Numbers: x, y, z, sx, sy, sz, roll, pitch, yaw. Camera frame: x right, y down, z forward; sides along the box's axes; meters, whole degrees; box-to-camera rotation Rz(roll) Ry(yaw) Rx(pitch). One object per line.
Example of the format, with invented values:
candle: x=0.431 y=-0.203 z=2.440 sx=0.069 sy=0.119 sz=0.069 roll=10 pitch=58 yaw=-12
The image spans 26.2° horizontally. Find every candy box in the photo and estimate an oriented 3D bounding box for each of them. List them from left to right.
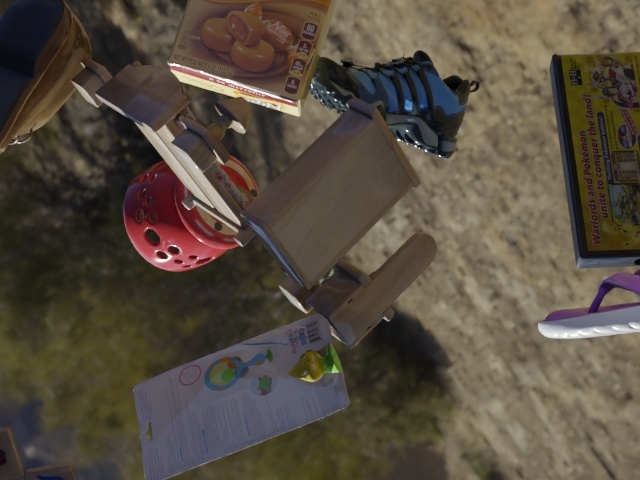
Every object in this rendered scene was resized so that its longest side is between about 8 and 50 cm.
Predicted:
candy box: x=-0.067 y=-0.345 z=1.835 sx=0.183 sy=0.316 sz=0.087 roll=17 pitch=172 yaw=3

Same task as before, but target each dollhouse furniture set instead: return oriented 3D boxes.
dollhouse furniture set: x=-0.066 y=-0.091 z=1.541 sx=0.355 sy=0.174 sz=0.303 roll=33 pitch=163 yaw=49

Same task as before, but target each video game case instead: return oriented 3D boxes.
video game case: x=0.404 y=-0.100 z=1.586 sx=0.035 sy=0.248 sz=0.275 roll=89 pitch=178 yaw=-63

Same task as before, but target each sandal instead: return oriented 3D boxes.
sandal: x=0.467 y=0.063 z=1.788 sx=0.416 sy=0.169 sz=0.102 roll=-13 pitch=79 yaw=46

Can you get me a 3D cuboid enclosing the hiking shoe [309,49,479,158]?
hiking shoe: x=0.098 y=-0.224 z=1.992 sx=0.304 sy=0.132 sz=0.113 roll=19 pitch=-175 yaw=-45

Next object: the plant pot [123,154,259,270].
plant pot: x=-0.209 y=-0.058 z=2.311 sx=0.174 sy=0.191 sz=0.191 roll=-22 pitch=100 yaw=47

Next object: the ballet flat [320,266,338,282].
ballet flat: x=0.000 y=0.000 z=1.832 sx=0.188 sy=0.070 sz=0.070 roll=-103 pitch=-9 yaw=-62

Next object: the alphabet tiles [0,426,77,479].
alphabet tiles: x=-0.281 y=0.272 z=1.141 sx=0.009 sy=0.198 sz=0.237 roll=-86 pitch=-17 yaw=-72

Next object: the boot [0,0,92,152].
boot: x=-0.362 y=-0.132 z=1.555 sx=0.112 sy=0.305 sz=0.115 roll=30 pitch=168 yaw=27

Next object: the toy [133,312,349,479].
toy: x=-0.082 y=0.181 z=1.507 sx=0.056 sy=0.237 sz=0.137 roll=56 pitch=-166 yaw=-45
